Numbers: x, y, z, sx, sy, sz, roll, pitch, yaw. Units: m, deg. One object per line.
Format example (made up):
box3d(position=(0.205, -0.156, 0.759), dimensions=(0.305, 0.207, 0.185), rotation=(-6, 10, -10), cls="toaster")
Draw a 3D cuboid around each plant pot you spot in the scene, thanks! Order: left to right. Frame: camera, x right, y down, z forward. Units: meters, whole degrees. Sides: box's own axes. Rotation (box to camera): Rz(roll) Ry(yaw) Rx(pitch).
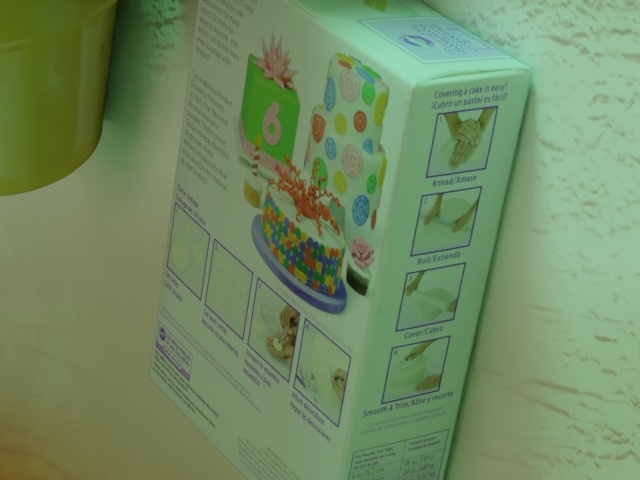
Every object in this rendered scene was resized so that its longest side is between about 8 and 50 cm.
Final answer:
box3d(position=(-0.261, -0.176, 1.455), dimensions=(0.254, 0.254, 0.239), rotation=(45, 148, 42), cls="plant pot")

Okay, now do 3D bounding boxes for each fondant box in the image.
box3d(position=(0.000, 0.000, 1.213), dimensions=(0.238, 0.096, 0.330), rotation=(39, 129, 46), cls="fondant box")
